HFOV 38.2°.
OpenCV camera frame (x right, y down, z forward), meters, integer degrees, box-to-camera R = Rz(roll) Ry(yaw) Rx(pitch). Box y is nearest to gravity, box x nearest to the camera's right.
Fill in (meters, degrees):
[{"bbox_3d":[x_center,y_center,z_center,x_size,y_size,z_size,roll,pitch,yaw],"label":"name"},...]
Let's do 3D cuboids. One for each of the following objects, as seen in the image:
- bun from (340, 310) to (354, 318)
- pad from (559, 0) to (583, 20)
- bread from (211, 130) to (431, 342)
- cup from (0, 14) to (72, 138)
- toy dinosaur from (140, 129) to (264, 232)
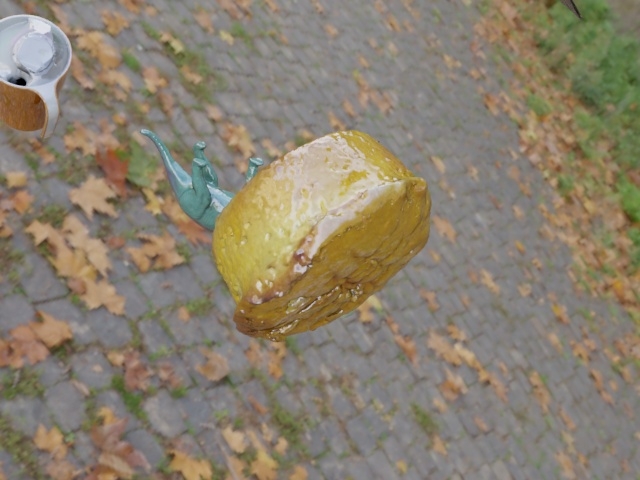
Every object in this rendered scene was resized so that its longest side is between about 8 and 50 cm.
[{"bbox_3d":[0.032,0.069,2.068,0.221,0.108,0.221,4,90,-87],"label":"bun"},{"bbox_3d":[0.262,-0.420,1.245,0.220,0.004,0.330,52,16,-22],"label":"pad"},{"bbox_3d":[0.000,0.000,1.539,0.215,0.398,0.398,56,24,20],"label":"bread"},{"bbox_3d":[-0.628,-0.336,2.011,0.182,0.264,0.226,-23,76,-25],"label":"cup"},{"bbox_3d":[-0.234,-0.025,1.959,0.384,0.330,0.129,20,26,2],"label":"toy dinosaur"}]
